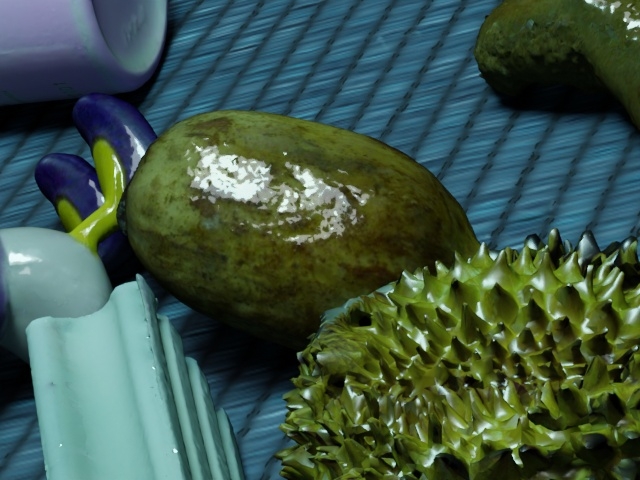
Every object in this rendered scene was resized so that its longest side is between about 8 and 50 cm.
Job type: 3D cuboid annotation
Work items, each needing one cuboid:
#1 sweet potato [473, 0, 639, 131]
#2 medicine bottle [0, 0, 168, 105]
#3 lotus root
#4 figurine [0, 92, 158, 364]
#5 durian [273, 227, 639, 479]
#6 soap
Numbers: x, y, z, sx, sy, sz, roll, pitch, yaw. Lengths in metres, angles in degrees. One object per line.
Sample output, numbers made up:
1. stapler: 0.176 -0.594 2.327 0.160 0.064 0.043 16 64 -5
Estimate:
1. sweet potato: 0.210 -0.118 1.244 0.124 0.098 0.310 -48 44 -1
2. medicine bottle: -0.287 -0.196 1.487 0.290 0.178 0.178 -4 41 20
3. lotus root: 0.000 0.000 1.159 0.260 0.128 0.145 16 61 10
4. figurine: -0.250 0.060 1.186 0.421 0.154 0.193 -29 78 -31
5. durian: 0.124 0.122 0.896 0.293 0.258 0.258 -10 38 -3
6. soap: -0.092 0.160 0.999 0.094 0.150 0.261 -24 38 4
